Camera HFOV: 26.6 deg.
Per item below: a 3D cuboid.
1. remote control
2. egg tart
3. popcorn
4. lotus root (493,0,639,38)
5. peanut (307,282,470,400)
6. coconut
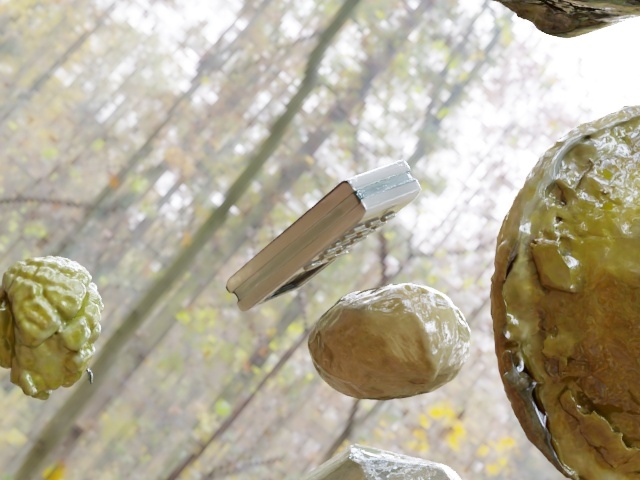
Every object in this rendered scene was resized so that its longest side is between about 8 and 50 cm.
[{"bbox_3d":[0.000,0.000,1.628,0.277,0.103,0.056,-40,-103,45],"label":"remote control"},{"bbox_3d":[0.248,0.043,0.921,0.295,0.295,0.116,47,-23,-24],"label":"egg tart"},{"bbox_3d":[-0.327,0.105,1.619,0.173,0.174,0.142,23,6,43],"label":"popcorn"},{"bbox_3d":[0.309,-0.331,1.554,0.267,0.149,0.260,32,-11,-25],"label":"lotus root"},{"bbox_3d":[0.066,0.096,1.258,0.159,0.140,0.109,-13,-90,65],"label":"peanut"},{"bbox_3d":[0.078,0.371,1.709,0.259,0.259,0.259,35,-18,13],"label":"coconut"}]
